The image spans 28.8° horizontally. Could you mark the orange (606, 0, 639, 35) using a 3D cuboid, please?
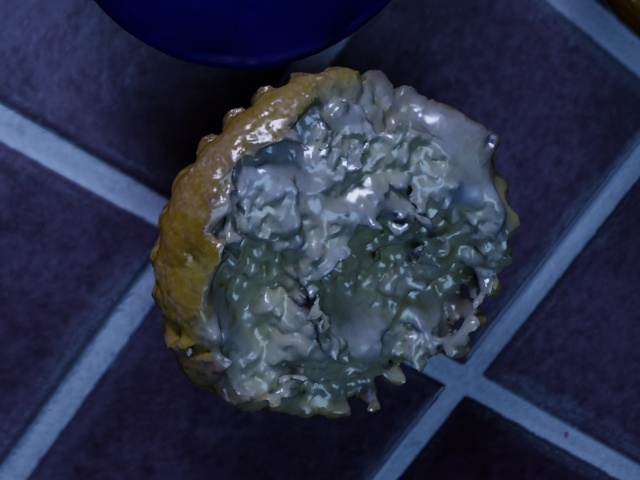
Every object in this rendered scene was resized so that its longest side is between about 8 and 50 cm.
[{"bbox_3d":[0.287,-0.252,0.829,0.274,0.274,0.310,-34,81,-3],"label":"orange"}]

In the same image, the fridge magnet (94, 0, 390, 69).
[{"bbox_3d":[-0.042,-0.237,0.776,0.266,0.112,0.265,-10,120,-17],"label":"fridge magnet"}]

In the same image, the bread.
[{"bbox_3d":[0.000,0.000,0.900,0.274,0.149,0.274,-10,115,-23],"label":"bread"}]
